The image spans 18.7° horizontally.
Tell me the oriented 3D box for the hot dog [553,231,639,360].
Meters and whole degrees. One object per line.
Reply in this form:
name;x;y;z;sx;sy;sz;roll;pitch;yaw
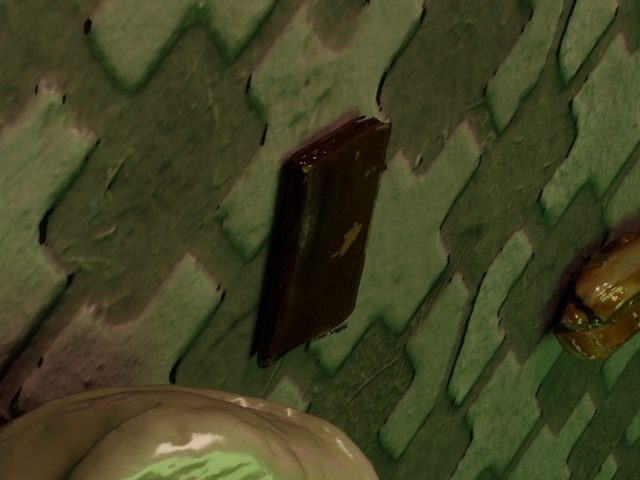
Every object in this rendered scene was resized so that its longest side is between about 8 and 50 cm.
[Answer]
hot dog;0.312;0.036;1.899;0.269;0.072;0.109;-29;144;-46

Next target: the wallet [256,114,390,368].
wallet;0.000;0.000;1.310;0.095;0.026;0.176;-30;142;-38

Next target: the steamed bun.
steamed bun;-0.114;0.190;1.119;0.280;0.207;0.268;25;96;-39
